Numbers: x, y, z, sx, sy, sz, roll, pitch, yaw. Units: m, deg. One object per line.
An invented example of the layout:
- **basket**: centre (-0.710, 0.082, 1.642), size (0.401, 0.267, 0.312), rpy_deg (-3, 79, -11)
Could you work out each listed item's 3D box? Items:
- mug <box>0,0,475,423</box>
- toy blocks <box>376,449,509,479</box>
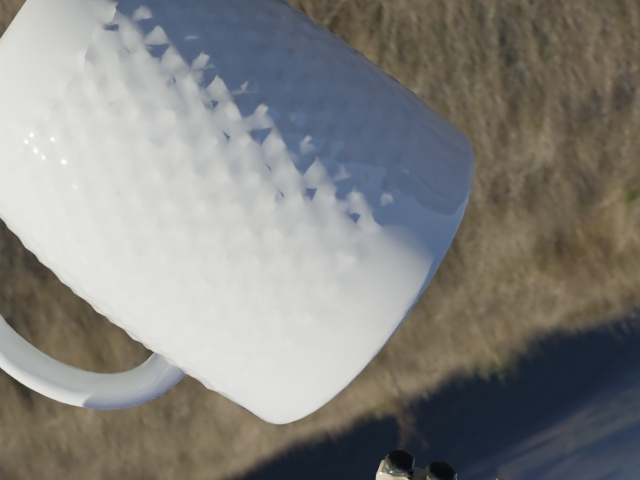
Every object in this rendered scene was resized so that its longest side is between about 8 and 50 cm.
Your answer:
- **mug**: centre (-0.125, -0.028, 1.046), size (0.374, 0.328, 0.276), rpy_deg (-50, -163, 18)
- **toy blocks**: centre (0.128, 0.370, 0.967), size (0.260, 0.288, 0.309), rpy_deg (-65, 163, -45)
